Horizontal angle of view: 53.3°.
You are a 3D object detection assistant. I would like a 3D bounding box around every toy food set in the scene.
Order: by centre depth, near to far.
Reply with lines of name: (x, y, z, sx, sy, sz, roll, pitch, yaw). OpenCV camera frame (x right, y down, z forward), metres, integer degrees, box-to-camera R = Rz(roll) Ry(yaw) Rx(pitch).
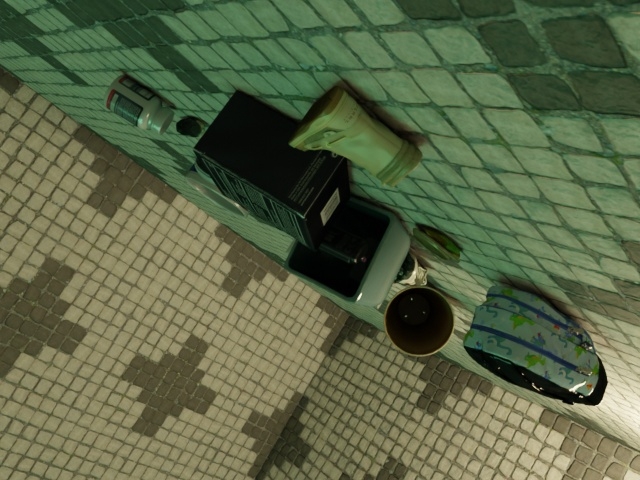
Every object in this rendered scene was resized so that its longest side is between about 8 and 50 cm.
toy food set: (0.286, 0.005, 1.579, 0.132, 0.039, 0.192, 38, 178, -1)

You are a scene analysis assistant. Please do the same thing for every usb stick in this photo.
usb stick: (-0.002, -0.017, 1.627, 0.278, 0.077, 0.045, 25, 154, 34)

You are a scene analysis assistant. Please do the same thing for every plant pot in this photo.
plant pot: (0.104, 0.038, 1.728, 0.247, 0.248, 0.252, 24, 178, 35)
plant pot: (0.337, 0.264, 2.248, 0.237, 0.237, 0.254, 31, -176, 3)

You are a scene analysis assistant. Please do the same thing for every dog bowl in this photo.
dog bowl: (-0.353, -0.196, 2.315, 0.264, 0.104, 0.265, 31, 170, 6)

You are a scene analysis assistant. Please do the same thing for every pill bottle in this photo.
pill bottle: (-0.522, -0.386, 1.847, 0.180, 0.108, 0.108, 32, 171, -3)

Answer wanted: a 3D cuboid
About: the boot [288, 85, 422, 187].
boot: (0.060, -0.175, 1.175, 0.203, 0.095, 0.262, 32, 166, -13)

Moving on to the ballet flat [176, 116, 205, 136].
ballet flat: (-0.377, -0.336, 1.882, 0.049, 0.058, 0.173, -11, -163, -31)

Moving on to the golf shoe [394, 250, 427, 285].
golf shoe: (0.271, 0.085, 1.907, 0.120, 0.105, 0.273, 13, 175, 0)

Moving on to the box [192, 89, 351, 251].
box: (-0.098, -0.153, 1.479, 0.294, 0.183, 0.296, 31, 169, 11)

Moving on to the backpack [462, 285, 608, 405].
backpack: (0.522, 0.264, 1.611, 0.355, 0.274, 0.290, 11, -175, -32)

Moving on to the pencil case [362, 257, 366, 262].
pencil case: (0.131, 0.082, 2.184, 0.124, 0.124, 0.284, 35, 171, -20)

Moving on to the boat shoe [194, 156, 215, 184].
boat shoe: (-0.230, -0.217, 1.853, 0.335, 0.121, 0.119, 16, 158, 21)

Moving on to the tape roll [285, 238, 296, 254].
tape roll: (-0.001, 0.088, 2.595, 0.286, 0.100, 0.286, 31, 170, 6)

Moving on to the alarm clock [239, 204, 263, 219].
alarm clock: (-0.218, -0.120, 2.166, 0.129, 0.064, 0.192, 31, 167, -3)
